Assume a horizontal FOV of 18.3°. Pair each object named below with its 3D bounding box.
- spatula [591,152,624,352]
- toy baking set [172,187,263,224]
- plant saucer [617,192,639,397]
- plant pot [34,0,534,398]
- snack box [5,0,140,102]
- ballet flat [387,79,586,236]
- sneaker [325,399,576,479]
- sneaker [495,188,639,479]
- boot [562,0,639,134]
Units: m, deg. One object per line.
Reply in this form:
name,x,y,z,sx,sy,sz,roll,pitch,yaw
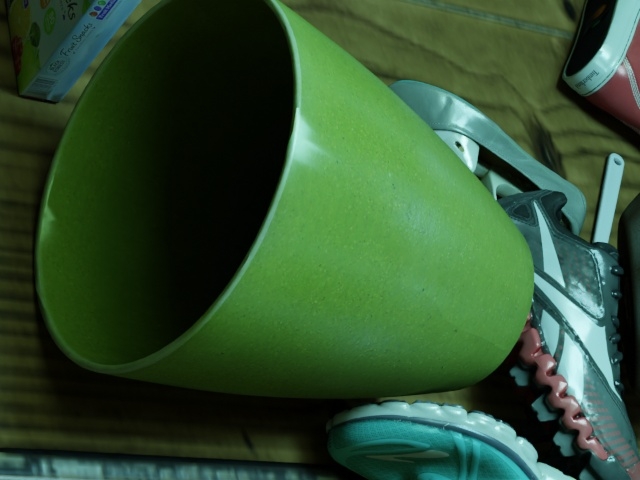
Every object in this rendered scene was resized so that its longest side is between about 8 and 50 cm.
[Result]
spatula,0.296,0.036,1.767,0.168,0.019,0.242,31,43,-10
toy baking set,-0.027,-0.054,1.557,0.197,0.030,0.256,47,41,3
plant saucer,0.265,0.050,1.613,0.036,0.198,0.198,-4,53,5
plant pot,0.000,0.000,1.382,0.294,0.275,0.274,23,47,-37
snack box,-0.179,-0.180,1.436,0.037,0.141,0.100,8,55,-35
ballet flat,0.136,-0.058,1.660,0.213,0.072,0.068,32,44,-18
sneaker,0.122,0.203,1.434,0.275,0.107,0.110,32,57,-14
sneaker,0.198,0.075,1.561,0.135,0.097,0.276,-24,72,-10
boot,0.340,-0.181,1.919,0.176,0.088,0.244,38,49,-14
